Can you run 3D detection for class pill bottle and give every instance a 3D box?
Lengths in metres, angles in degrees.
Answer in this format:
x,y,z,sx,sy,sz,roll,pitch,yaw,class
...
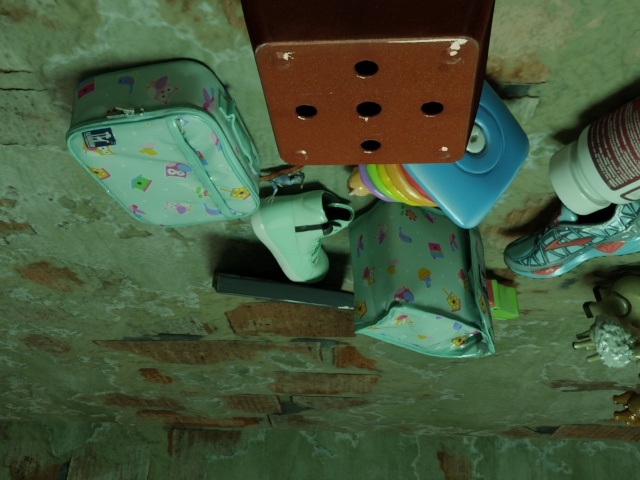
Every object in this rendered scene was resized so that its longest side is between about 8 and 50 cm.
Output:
x,y,z,sx,sy,sz,roll,pitch,yaw,class
0.419,-0.121,0.980,0.121,0.121,0.221,20,149,-29,pill bottle

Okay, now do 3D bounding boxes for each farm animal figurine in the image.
x,y,z,sx,sy,sz,roll,pitch,yaw,class
0.654,0.182,1.452,0.172,0.330,0.327,-20,117,42,farm animal figurine

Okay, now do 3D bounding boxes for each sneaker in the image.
x,y,z,sx,sy,sz,roll,pitch,yaw,class
0.000,0.000,1.289,0.151,0.094,0.256,-10,151,20,sneaker
0.409,-0.027,1.223,0.261,0.104,0.125,-22,126,33,sneaker

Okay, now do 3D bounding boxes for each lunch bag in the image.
x,y,z,sx,sy,sz,roll,pitch,yaw,class
-0.206,-0.125,1.050,0.223,0.108,0.279,-4,152,14,lunch bag
0.190,0.068,1.257,0.262,0.224,0.160,18,144,-28,lunch bag

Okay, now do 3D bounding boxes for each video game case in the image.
x,y,z,sx,sy,sz,roll,pitch,yaw,class
-0.068,0.096,1.440,0.274,0.035,0.248,8,177,-10,video game case

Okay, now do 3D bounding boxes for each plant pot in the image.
x,y,z,sx,sy,sz,roll,pitch,yaw,class
0.047,-0.217,0.707,0.267,0.236,0.267,0,152,6,plant pot

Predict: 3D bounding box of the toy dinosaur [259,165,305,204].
x,y,z,sx,sy,sz,roll,pitch,yaw,class
-0.065,-0.103,1.178,0.082,0.047,0.090,13,119,-1,toy dinosaur

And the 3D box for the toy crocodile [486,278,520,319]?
x,y,z,sx,sy,sz,roll,pitch,yaw,class
0.238,0.094,1.423,0.340,0.115,0.105,13,150,-19,toy crocodile

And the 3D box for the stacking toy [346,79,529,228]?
x,y,z,sx,sy,sz,roll,pitch,yaw,class
0.118,-0.110,1.035,0.166,0.175,0.301,46,157,-15,stacking toy
